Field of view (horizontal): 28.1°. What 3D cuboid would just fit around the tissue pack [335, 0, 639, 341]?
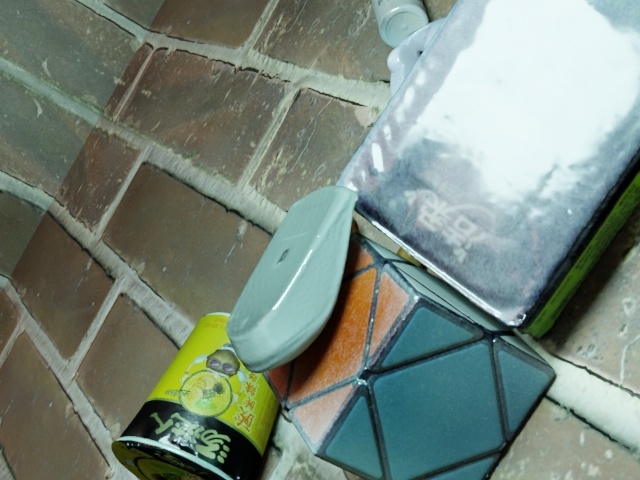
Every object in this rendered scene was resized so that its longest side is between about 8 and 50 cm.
[{"bbox_3d":[0.234,-0.131,1.389,0.288,0.124,0.394,40,102,28],"label":"tissue pack"}]

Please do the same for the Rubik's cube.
[{"bbox_3d":[0.091,0.146,1.403,0.205,0.205,0.207,-58,27,6],"label":"Rubik's cube"}]

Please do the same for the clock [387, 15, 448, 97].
[{"bbox_3d":[0.225,-0.235,1.581,0.254,0.189,0.189,-31,39,48],"label":"clock"}]

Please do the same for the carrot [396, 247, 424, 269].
[{"bbox_3d":[0.139,-0.016,1.676,0.049,0.049,0.254,-4,56,60],"label":"carrot"}]

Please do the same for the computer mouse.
[{"bbox_3d":[-0.022,0.043,1.391,0.128,0.079,0.231,-7,51,58],"label":"computer mouse"}]

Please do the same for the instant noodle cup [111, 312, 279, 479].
[{"bbox_3d":[-0.148,0.237,1.784,0.215,0.215,0.236,-20,38,54],"label":"instant noodle cup"}]

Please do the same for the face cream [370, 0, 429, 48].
[{"bbox_3d":[0.117,-0.405,2.069,0.082,0.082,0.269,-48,27,25],"label":"face cream"}]

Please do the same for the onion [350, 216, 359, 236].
[{"bbox_3d":[0.000,0.000,1.827,0.118,0.119,0.117,2,88,62],"label":"onion"}]
